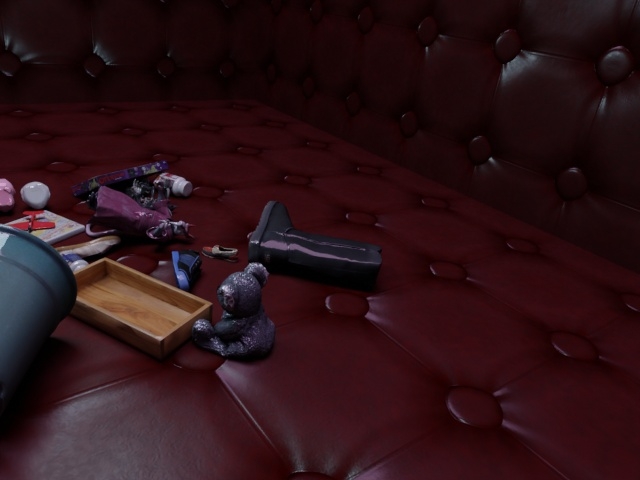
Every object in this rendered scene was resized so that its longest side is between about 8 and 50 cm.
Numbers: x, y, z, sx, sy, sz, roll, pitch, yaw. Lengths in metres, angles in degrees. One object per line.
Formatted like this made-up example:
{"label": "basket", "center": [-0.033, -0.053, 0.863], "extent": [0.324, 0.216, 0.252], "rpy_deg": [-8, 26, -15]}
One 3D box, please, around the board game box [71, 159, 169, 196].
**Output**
{"label": "board game box", "center": [-0.845, -0.267, 2.119], "extent": [0.208, 0.056, 0.347], "rpy_deg": [-15, 9, 38]}

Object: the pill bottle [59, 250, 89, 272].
{"label": "pill bottle", "center": [-0.749, 0.082, 1.521], "extent": [0.120, 0.067, 0.067], "rpy_deg": [25, 31, 32]}

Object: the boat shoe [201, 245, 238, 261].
{"label": "boat shoe", "center": [-0.351, 0.039, 1.745], "extent": [0.137, 0.043, 0.049], "rpy_deg": [13, 29, 13]}

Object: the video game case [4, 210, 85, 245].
{"label": "video game case", "center": [-0.987, -0.035, 1.738], "extent": [0.206, 0.026, 0.227], "rpy_deg": [19, 28, 20]}

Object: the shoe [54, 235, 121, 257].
{"label": "shoe", "center": [-0.763, 0.030, 1.647], "extent": [0.076, 0.058, 0.219], "rpy_deg": [-11, 4, 42]}

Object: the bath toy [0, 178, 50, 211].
{"label": "bath toy", "center": [-1.195, -0.164, 1.841], "extent": [0.348, 0.151, 0.129], "rpy_deg": [-6, -6, -27]}

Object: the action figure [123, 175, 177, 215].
{"label": "action figure", "center": [-0.685, -0.188, 2.004], "extent": [0.164, 0.141, 0.275], "rpy_deg": [-14, 30, -43]}

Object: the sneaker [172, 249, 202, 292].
{"label": "sneaker", "center": [-0.418, 0.089, 1.583], "extent": [0.090, 0.081, 0.232], "rpy_deg": [-9, 29, -16]}

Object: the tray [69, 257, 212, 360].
{"label": "tray", "center": [-0.528, 0.178, 1.385], "extent": [0.410, 0.076, 0.203], "rpy_deg": [18, 28, 22]}

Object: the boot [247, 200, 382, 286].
{"label": "boot", "center": [0.000, 0.001, 1.796], "extent": [0.445, 0.146, 0.367], "rpy_deg": [7, 34, 5]}

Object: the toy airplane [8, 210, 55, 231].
{"label": "toy airplane", "center": [-1.004, -0.069, 1.740], "extent": [0.151, 0.028, 0.151], "rpy_deg": [5, 28, -3]}

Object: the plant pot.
{"label": "plant pot", "center": [-0.740, 0.194, 1.049], "extent": [0.341, 0.341, 0.334], "rpy_deg": [3, 35, -10]}

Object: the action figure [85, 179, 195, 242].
{"label": "action figure", "center": [-0.630, -0.056, 1.758], "extent": [0.370, 0.276, 0.248], "rpy_deg": [20, 34, -19]}

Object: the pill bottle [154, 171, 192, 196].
{"label": "pill bottle", "center": [-0.643, -0.243, 2.182], "extent": [0.152, 0.086, 0.086], "rpy_deg": [18, 28, 20]}

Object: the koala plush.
{"label": "koala plush", "center": [-0.207, 0.176, 1.309], "extent": [0.203, 0.221, 0.196], "rpy_deg": [20, 28, 23]}
